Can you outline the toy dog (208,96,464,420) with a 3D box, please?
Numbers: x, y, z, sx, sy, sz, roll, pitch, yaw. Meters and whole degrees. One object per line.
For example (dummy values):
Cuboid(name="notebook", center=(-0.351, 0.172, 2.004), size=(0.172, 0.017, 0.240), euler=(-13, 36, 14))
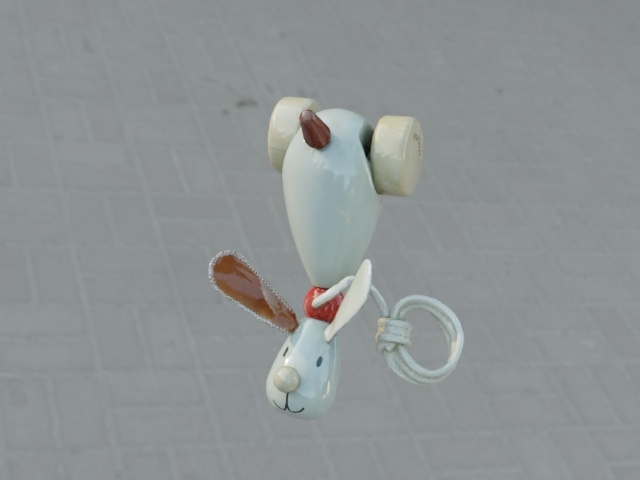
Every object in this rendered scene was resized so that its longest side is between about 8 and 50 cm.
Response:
Cuboid(name="toy dog", center=(0.000, 0.000, 1.220), size=(0.161, 0.220, 0.334), euler=(23, 56, -66))
